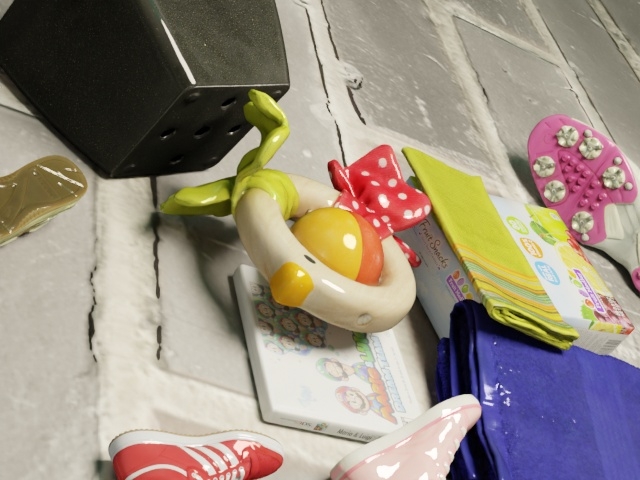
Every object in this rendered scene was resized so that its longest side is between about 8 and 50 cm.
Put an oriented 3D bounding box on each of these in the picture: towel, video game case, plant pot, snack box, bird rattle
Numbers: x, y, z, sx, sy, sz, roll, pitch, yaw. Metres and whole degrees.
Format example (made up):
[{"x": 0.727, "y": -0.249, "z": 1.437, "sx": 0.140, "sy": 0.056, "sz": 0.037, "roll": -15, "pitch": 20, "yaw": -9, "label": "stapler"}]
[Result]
[{"x": 0.238, "y": 0.191, "z": 0.929, "sx": 0.308, "sy": 0.076, "sz": 0.227, "roll": 23, "pitch": 38, "yaw": -19, "label": "towel"}, {"x": 0.007, "y": 0.092, "z": 0.885, "sx": 0.143, "sy": 0.019, "sz": 0.157, "roll": 17, "pitch": 35, "yaw": -28, "label": "video game case"}, {"x": -0.137, "y": -0.158, "z": 0.955, "sx": 0.188, "sy": 0.187, "sz": 0.167, "roll": -11, "pitch": 66, "yaw": -51, "label": "plant pot"}, {"x": 0.181, "y": 0.032, "z": 1.089, "sx": 0.207, "sy": 0.070, "sz": 0.174, "roll": 9, "pitch": 39, "yaw": -34, "label": "snack box"}, {"x": 0.000, "y": 0.000, "z": 0.922, "sx": 0.254, "sy": 0.143, "sz": 0.207, "roll": 27, "pitch": 29, "yaw": -41, "label": "bird rattle"}, {"x": 0.147, "y": -0.001, "z": 0.995, "sx": 0.102, "sy": 0.021, "sz": 0.237, "roll": 25, "pitch": 28, "yaw": -33, "label": "towel"}]

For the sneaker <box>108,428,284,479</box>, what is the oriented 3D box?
[{"x": -0.071, "y": 0.154, "z": 0.699, "sx": 0.119, "sy": 0.042, "sz": 0.067, "roll": 6, "pitch": 36, "yaw": -28, "label": "sneaker"}]

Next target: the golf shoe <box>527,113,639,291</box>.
[{"x": 0.372, "y": -0.029, "z": 1.344, "sx": 0.306, "sy": 0.115, "sz": 0.140, "roll": 50, "pitch": 22, "yaw": 12, "label": "golf shoe"}]

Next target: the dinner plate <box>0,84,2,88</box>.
[{"x": -0.310, "y": -0.163, "z": 0.874, "sx": 0.141, "sy": 0.017, "sz": 0.141, "roll": 34, "pitch": 3, "yaw": -2, "label": "dinner plate"}]

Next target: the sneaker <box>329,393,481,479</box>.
[{"x": 0.077, "y": 0.166, "z": 0.804, "sx": 0.134, "sy": 0.051, "sz": 0.070, "roll": -21, "pitch": 61, "yaw": -33, "label": "sneaker"}]

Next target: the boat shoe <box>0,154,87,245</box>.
[{"x": -0.234, "y": -0.019, "z": 0.791, "sx": 0.056, "sy": 0.048, "sz": 0.153, "roll": 52, "pitch": 39, "yaw": 5, "label": "boat shoe"}]
